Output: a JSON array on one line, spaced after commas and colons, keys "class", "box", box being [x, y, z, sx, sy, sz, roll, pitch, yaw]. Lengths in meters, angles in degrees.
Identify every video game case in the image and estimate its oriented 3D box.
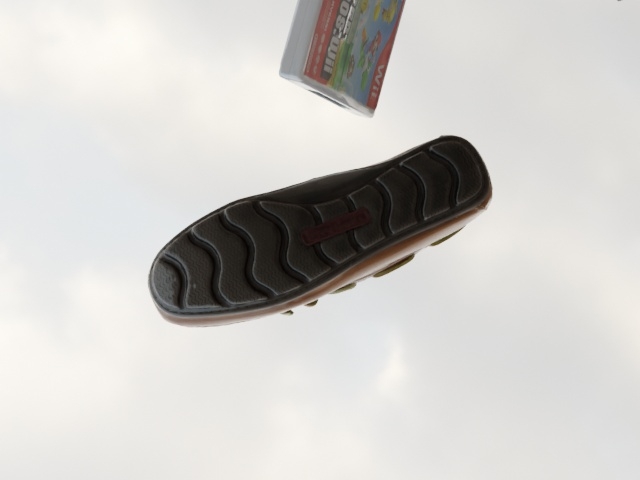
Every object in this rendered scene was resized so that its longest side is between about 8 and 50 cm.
[{"class": "video game case", "box": [0.035, -0.235, 1.863, 0.285, 0.025, 0.204, 13, -87, -75]}]

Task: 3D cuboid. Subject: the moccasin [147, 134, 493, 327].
[{"class": "moccasin", "box": [-0.002, -0.003, 2.050, 0.380, 0.147, 0.139, -27, -106, -10]}]
